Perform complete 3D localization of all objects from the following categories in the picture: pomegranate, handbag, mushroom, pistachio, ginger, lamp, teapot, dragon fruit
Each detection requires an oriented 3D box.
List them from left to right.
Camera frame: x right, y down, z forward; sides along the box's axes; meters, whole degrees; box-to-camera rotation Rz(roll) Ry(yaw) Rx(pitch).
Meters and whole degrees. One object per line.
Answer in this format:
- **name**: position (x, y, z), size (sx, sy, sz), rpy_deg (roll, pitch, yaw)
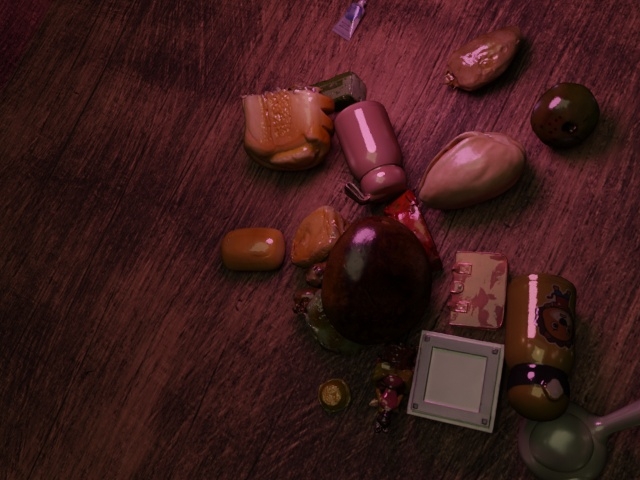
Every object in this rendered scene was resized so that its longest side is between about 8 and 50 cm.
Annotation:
- **mushroom**: position (0.154, 0.116, 1.617), size (0.345, 0.345, 0.239), rpy_deg (-31, 34, 10)
- **lamp**: position (0.196, 0.403, 1.659), size (0.118, 0.118, 0.253), rpy_deg (8, 78, 23)
- **dragon fruit**: position (0.225, -0.014, 1.759), size (0.212, 0.134, 0.262), rpy_deg (-28, 66, 15)
- **pistachio**: position (0.425, -0.195, 1.712), size (0.318, 0.214, 0.193), rpy_deg (-30, 22, 21)
- **handbag**: position (0.436, 0.139, 1.672), size (0.157, 0.059, 0.212), rpy_deg (4, 77, 22)
- **ginger**: position (0.494, -0.545, 1.812), size (0.267, 0.152, 0.138), rpy_deg (-30, 95, 5)
- **pomegranate**: position (0.680, -0.365, 1.670), size (0.179, 0.179, 0.210), rpy_deg (4, 64, 22)
- **teapot**: position (0.627, 0.455, 1.455), size (0.220, 0.149, 0.318), rpy_deg (39, 92, 25)

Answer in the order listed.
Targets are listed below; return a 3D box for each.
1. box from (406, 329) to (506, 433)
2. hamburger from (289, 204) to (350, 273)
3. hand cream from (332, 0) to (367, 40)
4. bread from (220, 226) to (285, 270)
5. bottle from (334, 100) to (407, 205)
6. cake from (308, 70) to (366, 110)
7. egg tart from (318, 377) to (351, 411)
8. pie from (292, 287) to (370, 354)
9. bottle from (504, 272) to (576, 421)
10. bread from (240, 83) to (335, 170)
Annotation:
- **box**: position (0.364, 0.372, 1.598), size (0.225, 0.117, 0.225), rpy_deg (7, 77, 23)
- **hamburger**: position (0.001, -0.001, 1.816), size (0.214, 0.108, 0.213), rpy_deg (-33, 32, 24)
- **hand cream**: position (0.108, -0.769, 2.076), size (0.084, 0.053, 0.142), rpy_deg (42, 102, 25)
- **bread**: position (-0.222, 0.026, 1.940), size (0.217, 0.098, 0.147), rpy_deg (-5, 77, 21)
- **bottle**: position (0.144, -0.257, 1.835), size (0.207, 0.173, 0.296), rpy_deg (-14, 71, -9)
- **cake**: position (0.044, -0.481, 2.022), size (0.235, 0.099, 0.100), rpy_deg (-7, 71, 42)
- **egg tart**: position (0.037, 0.449, 1.746), size (0.105, 0.039, 0.105), rpy_deg (-5, 75, 20)
- **pie**: position (0.075, 0.206, 1.780), size (0.274, 0.105, 0.257), rpy_deg (-34, 80, 10)
- **bottle**: position (0.541, 0.267, 1.479), size (0.172, 0.171, 0.351), rpy_deg (0, 56, 21)
- **bread**: position (-0.092, -0.360, 1.944), size (0.316, 0.211, 0.270), rpy_deg (-3, 98, 27)
